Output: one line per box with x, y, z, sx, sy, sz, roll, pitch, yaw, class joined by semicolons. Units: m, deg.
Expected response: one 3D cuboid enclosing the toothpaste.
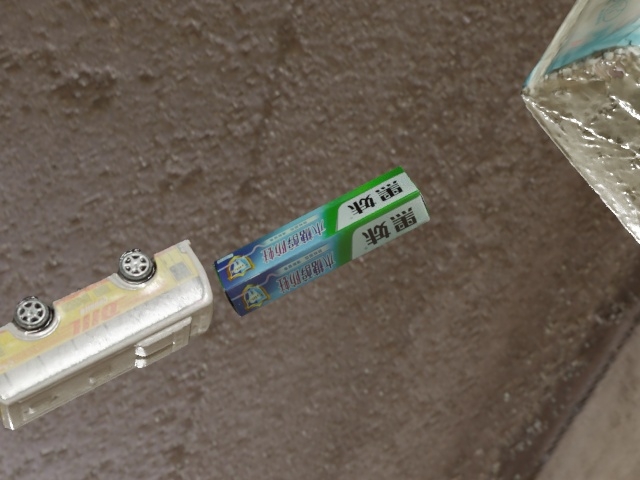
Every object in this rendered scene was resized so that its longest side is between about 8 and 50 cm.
0.000;0.000;0.411;0.083;0.020;0.017;-28;129;-1;toothpaste

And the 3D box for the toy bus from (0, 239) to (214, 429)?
-0.239;0.098;1.151;0.268;0.106;0.092;-26;156;-24;toy bus

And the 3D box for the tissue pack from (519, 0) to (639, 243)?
0.288;-0.139;0.793;0.201;0.124;0.271;49;56;-23;tissue pack
